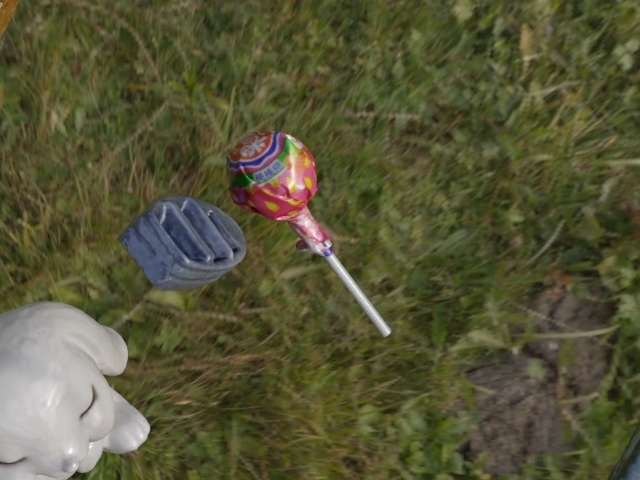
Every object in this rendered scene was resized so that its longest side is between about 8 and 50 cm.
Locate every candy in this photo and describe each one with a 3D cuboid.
[{"bbox_3d":[0.000,0.000,1.752,0.124,0.124,0.365,-44,117,-13],"label":"candy"}]

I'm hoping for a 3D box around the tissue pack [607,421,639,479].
[{"bbox_3d":[0.458,0.196,1.305,0.228,0.103,0.315,28,99,6],"label":"tissue pack"}]

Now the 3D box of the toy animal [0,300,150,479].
[{"bbox_3d":[-0.307,0.167,1.282,0.272,0.265,0.206,-35,76,-16],"label":"toy animal"}]

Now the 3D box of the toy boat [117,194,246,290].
[{"bbox_3d":[-0.176,0.002,1.744,0.078,0.283,0.127,-41,82,13],"label":"toy boat"}]

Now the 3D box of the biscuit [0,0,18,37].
[{"bbox_3d":[-0.406,-0.191,1.057,0.070,0.394,0.350,37,117,16],"label":"biscuit"}]
